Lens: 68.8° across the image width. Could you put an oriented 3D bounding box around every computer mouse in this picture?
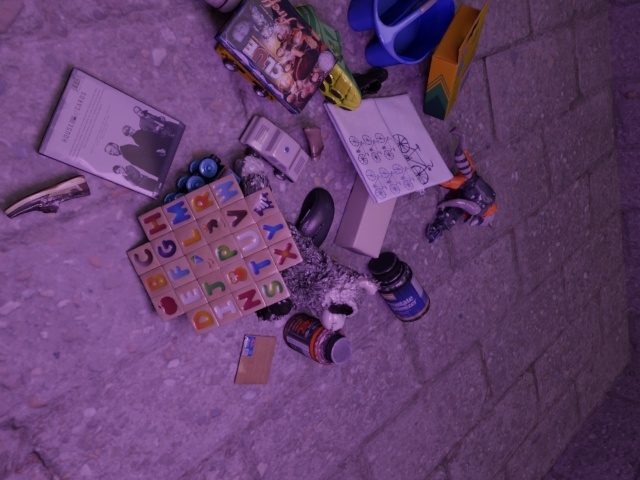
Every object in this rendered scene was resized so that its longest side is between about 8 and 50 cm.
[{"bbox_3d":[0.000,0.000,1.279,0.184,0.060,0.262,37,74,-34],"label":"computer mouse"}]

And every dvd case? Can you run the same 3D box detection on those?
[{"bbox_3d":[-0.415,-0.210,0.955,0.238,0.029,0.180,24,82,-36],"label":"dvd case"}]

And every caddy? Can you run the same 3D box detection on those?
[{"bbox_3d":[0.242,-0.636,1.299,0.341,0.179,0.241,-47,120,-22],"label":"caddy"}]

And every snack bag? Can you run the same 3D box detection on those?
[{"bbox_3d":[0.208,-0.272,1.316,0.342,0.037,0.323,-17,75,-34],"label":"snack bag"}]

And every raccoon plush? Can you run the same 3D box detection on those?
[{"bbox_3d":[-0.022,0.008,1.133,0.298,0.216,0.447,-9,102,-24],"label":"raccoon plush"}]

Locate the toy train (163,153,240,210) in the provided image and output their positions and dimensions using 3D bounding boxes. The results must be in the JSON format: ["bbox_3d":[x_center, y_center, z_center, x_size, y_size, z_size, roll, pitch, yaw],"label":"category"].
[{"bbox_3d":[-0.267,-0.104,1.049,0.105,0.080,0.184,43,71,-33],"label":"toy train"}]

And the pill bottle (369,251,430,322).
[{"bbox_3d":[0.241,0.141,1.442,0.123,0.122,0.219,-50,122,-21],"label":"pill bottle"}]

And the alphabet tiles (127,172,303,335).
[{"bbox_3d":[-0.225,0.034,0.988,0.342,0.011,0.285,-24,96,8],"label":"alphabet tiles"}]

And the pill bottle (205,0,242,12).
[{"bbox_3d":[-0.224,-0.568,0.992,0.221,0.121,0.121,21,83,-37],"label":"pill bottle"}]

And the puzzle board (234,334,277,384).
[{"bbox_3d":[-0.170,0.313,1.226,0.096,0.011,0.128,14,87,-36],"label":"puzzle board"}]

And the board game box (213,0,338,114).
[{"bbox_3d":[-0.090,-0.422,1.034,0.243,0.042,0.165,37,86,-36],"label":"board game box"}]

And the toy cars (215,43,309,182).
[{"bbox_3d":[-0.119,-0.320,1.126,0.176,0.087,0.394,-24,110,-32],"label":"toy cars"}]

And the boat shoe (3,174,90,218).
[{"bbox_3d":[-0.511,-0.075,0.884,0.152,0.056,0.049,-34,110,-29],"label":"boat shoe"}]

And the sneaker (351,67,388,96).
[{"bbox_3d":[0.145,-0.438,1.304,0.170,0.089,0.051,-21,135,-30],"label":"sneaker"}]

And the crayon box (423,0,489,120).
[{"bbox_3d":[0.394,-0.532,1.379,0.202,0.081,0.318,-60,165,-15],"label":"crayon box"}]

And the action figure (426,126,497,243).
[{"bbox_3d":[0.463,-0.150,1.542,0.330,0.178,0.341,45,67,-22],"label":"action figure"}]

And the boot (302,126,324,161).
[{"bbox_3d":[-0.017,-0.249,1.213,0.118,0.042,0.087,-31,123,-68],"label":"boot"}]

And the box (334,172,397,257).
[{"bbox_3d":[0.144,-0.098,1.353,0.113,0.094,0.275,25,82,-36],"label":"box"}]

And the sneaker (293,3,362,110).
[{"bbox_3d":[0.026,-0.468,1.188,0.123,0.109,0.296,-48,112,-28],"label":"sneaker"}]

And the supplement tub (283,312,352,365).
[{"bbox_3d":[-0.004,0.262,1.226,0.106,0.197,0.106,-6,99,-37],"label":"supplement tub"}]
